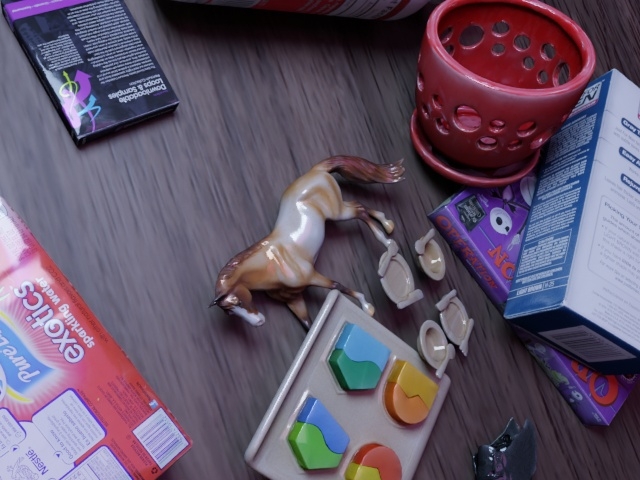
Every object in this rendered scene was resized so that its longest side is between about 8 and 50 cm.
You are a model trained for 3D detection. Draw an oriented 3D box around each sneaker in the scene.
[{"bbox_3d":[0.193,0.274,0.705,0.170,0.051,0.089,-16,82,-33],"label":"sneaker"}]

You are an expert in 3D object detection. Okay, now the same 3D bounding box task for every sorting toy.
[{"bbox_3d":[0.044,0.182,0.636,0.208,0.038,0.193,41,64,-25],"label":"sorting toy"}]

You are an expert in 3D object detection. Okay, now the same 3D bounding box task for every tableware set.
[{"bbox_3d":[0.127,0.068,0.713,0.141,0.020,0.168,-34,100,-52],"label":"tableware set"}]

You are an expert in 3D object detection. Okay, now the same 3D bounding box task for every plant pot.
[{"bbox_3d":[0.201,-0.174,0.747,0.191,0.174,0.191,4,55,-6],"label":"plant pot"}]

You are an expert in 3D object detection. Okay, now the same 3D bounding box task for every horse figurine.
[{"bbox_3d":[0.000,0.000,0.684,0.174,0.066,0.263,34,66,-20],"label":"horse figurine"}]

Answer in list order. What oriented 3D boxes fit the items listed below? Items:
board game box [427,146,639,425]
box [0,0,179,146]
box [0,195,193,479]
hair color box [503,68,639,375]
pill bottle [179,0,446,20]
[{"bbox_3d":[0.317,0.044,0.831,0.208,0.056,0.347,-39,94,-25],"label":"board game box"},{"bbox_3d":[-0.237,-0.190,0.647,0.116,0.029,0.162,-28,87,-28],"label":"box"},{"bbox_3d":[-0.240,0.109,0.504,0.128,0.123,0.257,-39,93,-29],"label":"box"},{"bbox_3d":[0.366,-0.025,0.789,0.174,0.105,0.347,30,65,-15],"label":"hair color box"},{"bbox_3d":[0.013,-0.376,0.705,0.408,0.229,0.229,-5,78,-27],"label":"pill bottle"}]
